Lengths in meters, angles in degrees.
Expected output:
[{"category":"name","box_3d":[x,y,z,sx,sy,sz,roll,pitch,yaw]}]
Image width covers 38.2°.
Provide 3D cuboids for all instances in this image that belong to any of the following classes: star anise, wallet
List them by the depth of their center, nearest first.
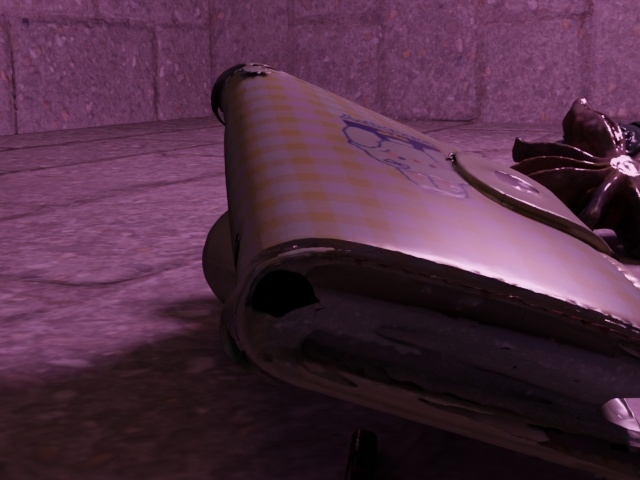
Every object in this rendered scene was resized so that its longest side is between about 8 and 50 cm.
[{"category":"wallet","box_3d":[0.048,-0.011,0.501,0.223,0.077,0.309,14,22,-12]},{"category":"star anise","box_3d":[0.285,-0.051,0.941,0.198,0.111,0.257,30,39,19]}]

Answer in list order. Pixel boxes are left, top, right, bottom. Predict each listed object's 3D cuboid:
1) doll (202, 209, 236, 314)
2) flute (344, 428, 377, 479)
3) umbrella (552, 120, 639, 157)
[{"category":"doll","box_3d":[-0.002,0.011,0.649,0.154,0.113,0.275,10,18,2]},{"category":"flute","box_3d":[0.007,0.118,0.309,0.014,0.014,0.269,1,11,6]},{"category":"umbrella","box_3d":[0.453,-0.136,1.427,0.143,0.094,0.349,-2,7,28]}]
